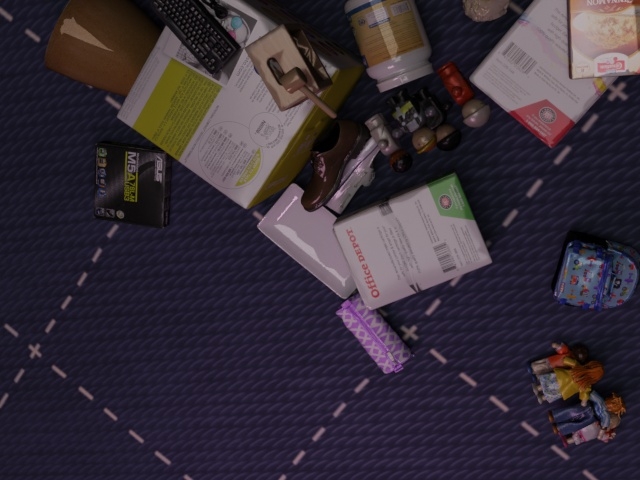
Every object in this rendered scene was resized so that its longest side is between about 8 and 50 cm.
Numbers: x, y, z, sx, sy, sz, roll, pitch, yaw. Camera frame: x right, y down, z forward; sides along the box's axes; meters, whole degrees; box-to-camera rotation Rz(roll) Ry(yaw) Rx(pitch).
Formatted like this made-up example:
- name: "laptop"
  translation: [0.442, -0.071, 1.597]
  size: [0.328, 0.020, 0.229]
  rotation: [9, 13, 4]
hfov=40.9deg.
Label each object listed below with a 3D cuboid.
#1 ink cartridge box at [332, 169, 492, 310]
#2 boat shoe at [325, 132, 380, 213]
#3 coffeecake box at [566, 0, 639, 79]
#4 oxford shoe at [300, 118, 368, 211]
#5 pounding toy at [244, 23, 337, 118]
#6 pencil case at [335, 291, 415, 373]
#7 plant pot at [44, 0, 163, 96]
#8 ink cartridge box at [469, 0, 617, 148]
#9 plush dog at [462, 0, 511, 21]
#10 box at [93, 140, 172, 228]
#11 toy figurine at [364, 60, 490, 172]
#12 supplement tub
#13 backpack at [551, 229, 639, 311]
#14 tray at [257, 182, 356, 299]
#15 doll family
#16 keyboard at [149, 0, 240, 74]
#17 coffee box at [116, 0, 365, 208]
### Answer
- name: "ink cartridge box"
  translation: [0.197, -0.003, 1.869]
  size: [0.289, 0.121, 0.211]
  rotation: [-22, 97, 10]
- name: "boat shoe"
  translation: [0.086, -0.153, 1.910]
  size: [0.076, 0.083, 0.226]
  rotation: [38, 122, -8]
- name: "coffeecake box"
  translation: [0.535, -0.398, 1.598]
  size: [0.142, 0.068, 0.185]
  rotation: [-3, 102, 13]
- name: "oxford shoe"
  translation: [0.006, -0.166, 1.853]
  size: [0.096, 0.083, 0.227]
  rotation: [15, 112, -35]
- name: "pounding toy"
  translation: [-0.052, -0.272, 1.487]
  size: [0.094, 0.206, 0.181]
  rotation: [-28, 97, 17]
- name: "pencil case"
  translation: [0.122, 0.215, 1.977]
  size: [0.086, 0.088, 0.206]
  rotation: [-41, 90, 17]
- name: "plant pot"
  translation: [-0.435, -0.420, 1.906]
  size: [0.254, 0.237, 0.237]
  rotation: [30, 109, -5]
- name: "ink cartridge box"
  translation: [0.482, -0.373, 1.720]
  size: [0.226, 0.131, 0.306]
  rotation: [41, 107, 2]
- name: "plush dog"
  translation: [0.326, -0.598, 1.676]
  size: [0.262, 0.211, 0.225]
  rotation: [-42, 49, 22]
- name: "box"
  translation: [-0.450, -0.134, 2.060]
  size: [0.184, 0.045, 0.190]
  rotation: [10, 106, 14]
- name: "toy figurine"
  translation: [0.218, -0.242, 1.762]
  size: [0.210, 0.213, 0.148]
  rotation: [-32, 89, -25]
- name: "supplement tub"
  translation: [0.146, -0.423, 1.786]
  size: [0.144, 0.144, 0.199]
  rotation: [-18, 98, 18]
- name: "backpack"
  translation: [0.589, 0.075, 1.811]
  size: [0.173, 0.117, 0.158]
  rotation: [15, 107, 7]
- name: "tray"
  translation: [0.000, 0.000, 1.975]
  size: [0.270, 0.030, 0.145]
  rotation: [40, 111, -4]
- name: "doll family"
  translation: [0.571, 0.349, 1.879]
  size: [0.163, 0.118, 0.262]
  rotation: [-25, 96, 18]
- name: "keyboard"
  translation: [-0.226, -0.407, 1.590]
  size: [0.108, 0.023, 0.180]
  rotation: [-42, 91, 19]
- name: "coffee box"
  translation: [-0.148, -0.313, 1.784]
  size: [0.334, 0.337, 0.338]
  rotation: [35, 108, 3]
